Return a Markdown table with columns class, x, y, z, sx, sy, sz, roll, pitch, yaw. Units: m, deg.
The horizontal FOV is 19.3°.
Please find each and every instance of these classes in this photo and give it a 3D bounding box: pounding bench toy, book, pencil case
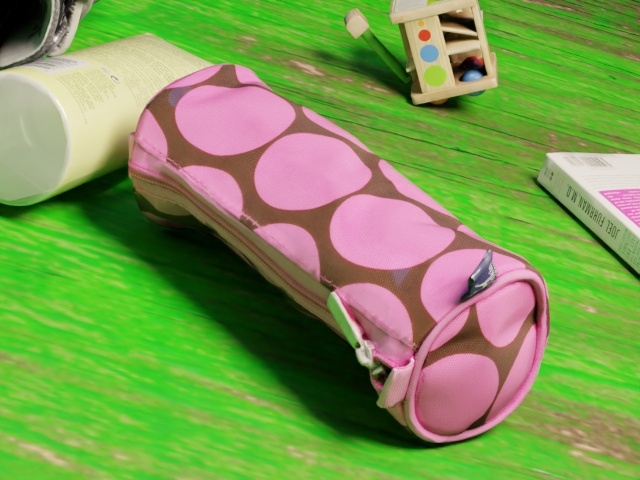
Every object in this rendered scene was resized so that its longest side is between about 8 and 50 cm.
| class | x | y | z | sx | sy | sz | roll | pitch | yaw |
| --- | --- | --- | --- | --- | --- | --- | --- | --- | --- |
| pounding bench toy | 0.060 | -0.115 | 1.136 | 0.083 | 0.065 | 0.052 | -12 | 23 | 10 |
| book | 0.196 | -0.007 | 1.033 | 0.096 | 0.035 | 0.144 | 0 | 29 | -28 |
| pencil case | 0.000 | 0.000 | 0.816 | 0.098 | 0.095 | 0.209 | -23 | 42 | -34 |

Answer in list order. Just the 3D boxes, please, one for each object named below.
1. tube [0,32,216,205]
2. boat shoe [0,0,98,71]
| class | x | y | z | sx | sy | sz | roll | pitch | yaw |
| --- | --- | --- | --- | --- | --- | --- | --- | --- | --- |
| tube | -0.096 | -0.068 | 0.937 | 0.070 | 0.062 | 0.240 | 64 | 23 | -4 |
| boat shoe | -0.164 | -0.131 | 0.953 | 0.102 | 0.108 | 0.301 | 33 | 28 | 22 |
